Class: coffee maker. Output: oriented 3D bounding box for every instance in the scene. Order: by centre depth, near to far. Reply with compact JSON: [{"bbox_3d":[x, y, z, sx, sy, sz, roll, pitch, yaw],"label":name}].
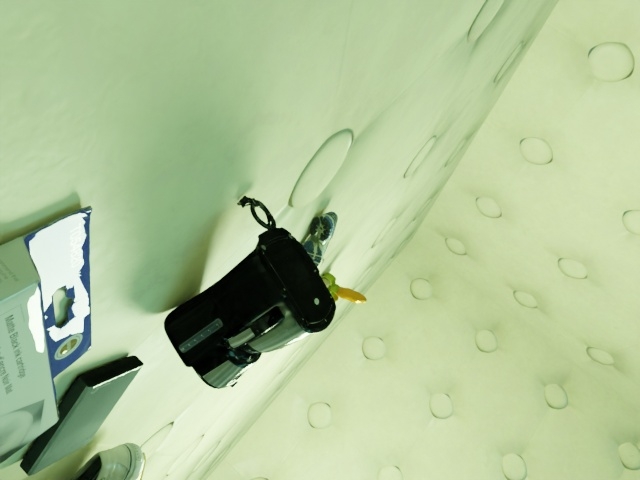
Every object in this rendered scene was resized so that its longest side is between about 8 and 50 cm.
[{"bbox_3d":[-0.095,0.071,0.597,0.178,0.171,0.120,-34,153,25],"label":"coffee maker"}]

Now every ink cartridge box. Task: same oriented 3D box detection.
[{"bbox_3d":[-0.246,0.105,0.338,0.224,0.045,0.223,-40,164,-42],"label":"ink cartridge box"}]

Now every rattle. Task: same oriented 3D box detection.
[{"bbox_3d":[0.010,0.201,1.353,0.200,0.142,0.130,-56,-173,-3],"label":"rattle"}]

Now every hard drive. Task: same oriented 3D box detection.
[{"bbox_3d":[-0.275,0.199,0.565,0.135,0.022,0.094,-54,167,11],"label":"hard drive"}]

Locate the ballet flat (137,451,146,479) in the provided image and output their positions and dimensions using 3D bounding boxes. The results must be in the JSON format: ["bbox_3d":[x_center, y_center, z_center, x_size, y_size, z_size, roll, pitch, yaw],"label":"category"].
[{"bbox_3d":[-0.398,0.514,0.919,0.232,0.073,0.080,-50,168,-8],"label":"ballet flat"}]

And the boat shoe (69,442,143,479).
[{"bbox_3d":[-0.360,0.385,0.720,0.226,0.083,0.075,-53,141,6],"label":"boat shoe"}]

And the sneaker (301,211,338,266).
[{"bbox_3d":[0.000,0.000,0.919,0.058,0.052,0.135,-43,166,-51],"label":"sneaker"}]
